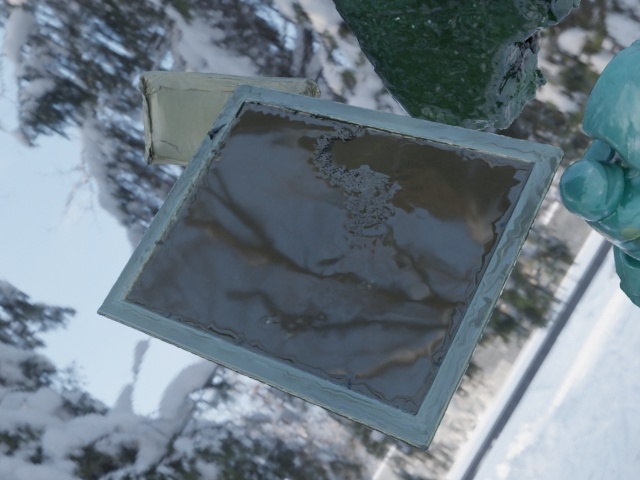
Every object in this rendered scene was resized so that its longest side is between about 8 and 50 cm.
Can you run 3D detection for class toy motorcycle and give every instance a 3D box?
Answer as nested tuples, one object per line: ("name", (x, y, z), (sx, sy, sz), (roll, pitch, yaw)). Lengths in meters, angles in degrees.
("toy motorcycle", (0.260, -0.055, 0.685), (0.198, 0.109, 0.296), (-35, -41, -8))

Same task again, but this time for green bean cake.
("green bean cake", (0.191, -0.290, 1.169), (0.308, 0.300, 0.169), (55, -125, -35))

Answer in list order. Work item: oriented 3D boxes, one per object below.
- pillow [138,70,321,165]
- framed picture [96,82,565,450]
("pillow", (-0.105, -0.135, 1.103), (0.053, 0.208, 0.119), (-80, -6, -70))
("framed picture", (0.000, 0.000, 0.650), (0.216, 0.273, 0.016), (-61, -33, -17))
